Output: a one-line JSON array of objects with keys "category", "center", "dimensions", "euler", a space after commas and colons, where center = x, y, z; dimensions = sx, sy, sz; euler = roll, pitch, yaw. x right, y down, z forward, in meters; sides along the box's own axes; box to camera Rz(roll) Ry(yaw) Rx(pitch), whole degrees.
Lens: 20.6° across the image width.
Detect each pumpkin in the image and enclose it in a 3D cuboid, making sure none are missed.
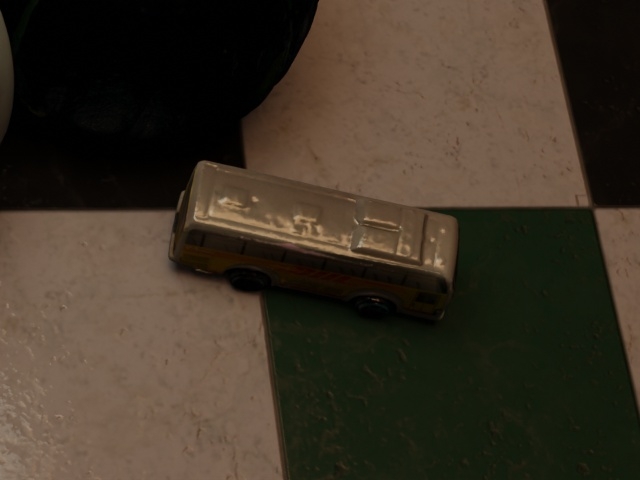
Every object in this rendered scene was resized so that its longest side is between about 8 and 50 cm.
[{"category": "pumpkin", "center": [-0.170, -0.269, 1.630], "dimensions": [0.363, 0.266, 0.363], "euler": [7, 56, -11]}]

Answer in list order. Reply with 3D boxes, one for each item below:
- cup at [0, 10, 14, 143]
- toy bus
[{"category": "cup", "center": [-0.391, -0.158, 1.500], "dimensions": [0.347, 0.347, 0.163], "euler": [45, 40, 11]}, {"category": "toy bus", "center": [0.000, 0.000, 1.623], "dimensions": [0.268, 0.106, 0.092], "euler": [13, 61, -8]}]
